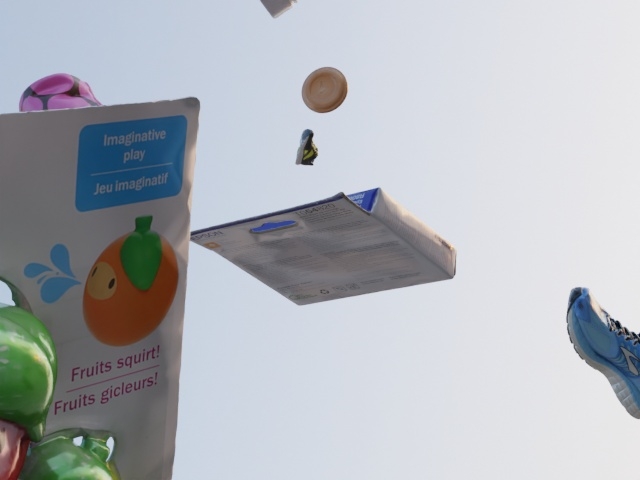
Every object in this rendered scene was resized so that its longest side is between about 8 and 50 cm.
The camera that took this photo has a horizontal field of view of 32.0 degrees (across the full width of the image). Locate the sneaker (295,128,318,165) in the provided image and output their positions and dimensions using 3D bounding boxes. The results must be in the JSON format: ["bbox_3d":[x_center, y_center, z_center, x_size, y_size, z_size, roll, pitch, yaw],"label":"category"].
[{"bbox_3d":[-0.018,-0.154,1.847,0.035,0.031,0.083,11,-34,-8],"label":"sneaker"}]

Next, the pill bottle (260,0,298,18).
[{"bbox_3d":[0.001,-0.408,1.510,0.229,0.131,0.131,-34,-37,6],"label":"pill bottle"}]

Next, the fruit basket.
[{"bbox_3d":[-0.172,0.128,0.444,0.327,0.165,0.353,-12,-60,-47],"label":"fruit basket"}]

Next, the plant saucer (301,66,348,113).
[{"bbox_3d":[0.006,-0.258,1.900,0.083,0.083,0.013,-46,-25,2],"label":"plant saucer"}]

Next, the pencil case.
[{"bbox_3d":[-0.273,-0.123,1.328,0.098,0.209,0.095,-44,-32,-5],"label":"pencil case"}]

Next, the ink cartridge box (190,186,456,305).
[{"bbox_3d":[0.000,0.000,1.220,0.223,0.045,0.224,-12,-30,34],"label":"ink cartridge box"}]

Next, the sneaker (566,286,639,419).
[{"bbox_3d":[0.300,0.100,1.086,0.073,0.063,0.162,-32,-69,33],"label":"sneaker"}]
